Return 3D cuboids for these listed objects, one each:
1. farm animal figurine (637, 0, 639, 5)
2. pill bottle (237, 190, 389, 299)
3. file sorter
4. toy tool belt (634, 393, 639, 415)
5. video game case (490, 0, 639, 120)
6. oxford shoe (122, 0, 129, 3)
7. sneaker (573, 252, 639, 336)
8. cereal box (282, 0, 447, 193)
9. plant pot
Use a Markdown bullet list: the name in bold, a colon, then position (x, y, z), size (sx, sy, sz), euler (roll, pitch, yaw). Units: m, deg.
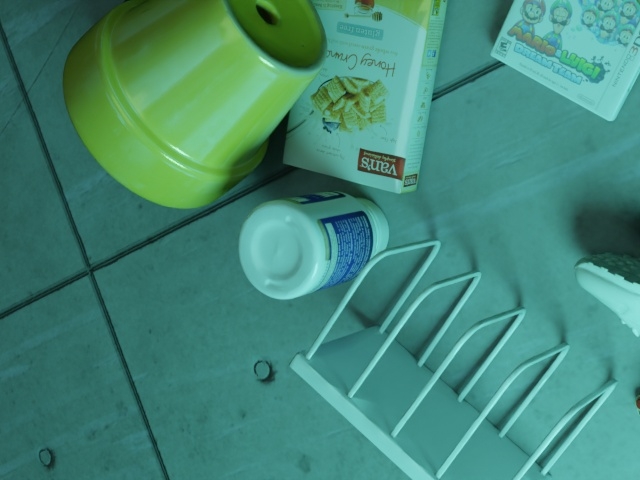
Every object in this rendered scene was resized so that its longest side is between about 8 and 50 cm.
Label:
- **farm animal figurine**: position (0.425, -0.143, 1.047), size (0.330, 0.172, 0.326), euler (9, 103, 24)
- **pill bottle**: position (0.000, 0.000, 1.344), size (0.112, 0.187, 0.112), euler (5, 99, 32)
- **file sorter**: position (0.151, 0.145, 1.271), size (0.278, 0.193, 0.173), euler (40, 113, 21)
- **toy tool belt**: position (0.366, 0.172, 1.221), size (0.083, 0.051, 0.052), euler (-9, 92, 33)
- **video game case**: position (0.274, -0.225, 1.229), size (0.157, 0.019, 0.143), euler (34, 120, 22)
- **oxford shoe**: position (-0.200, -0.286, 1.492), size (0.096, 0.083, 0.227), euler (46, 121, 9)
- **sneaker**: position (0.364, 0.086, 1.195), size (0.235, 0.090, 0.094), euler (26, 120, 28)
- **cereal box**: position (0.050, -0.189, 1.367), size (0.173, 0.047, 0.240), euler (16, 105, 31)
- **plant pot**: position (-0.129, -0.200, 1.344), size (0.239, 0.254, 0.254), euler (-34, 79, 36)
